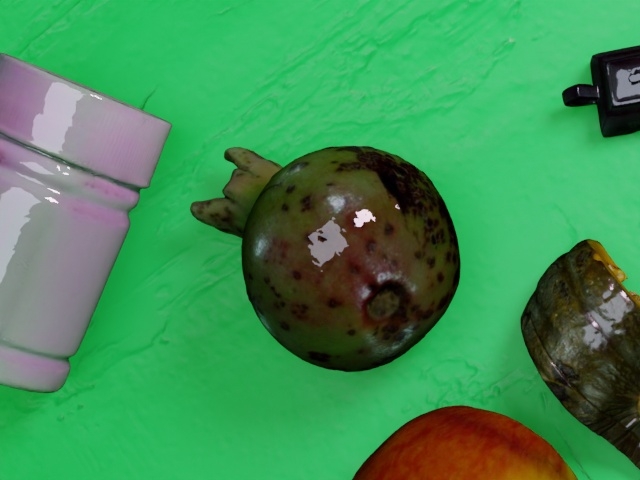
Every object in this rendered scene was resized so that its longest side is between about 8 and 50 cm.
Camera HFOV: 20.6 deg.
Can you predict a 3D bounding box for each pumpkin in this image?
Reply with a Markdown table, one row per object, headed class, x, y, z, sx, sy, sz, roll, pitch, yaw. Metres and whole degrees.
| class | x | y | z | sx | sy | sz | roll | pitch | yaw |
| --- | --- | --- | --- | --- | --- | --- | --- | --- | --- |
| pumpkin | 0.301 | 0.125 | 1.781 | 0.131 | 0.126 | 0.248 | -43 | 78 | 11 |

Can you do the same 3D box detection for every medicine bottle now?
| class | x | y | z | sx | sy | sz | roll | pitch | yaw |
| --- | --- | --- | --- | --- | --- | --- | --- | --- | --- |
| medicine bottle | -0.316 | -0.018 | 1.915 | 0.212 | 0.212 | 0.325 | 24 | 94 | 15 |

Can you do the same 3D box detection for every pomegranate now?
| class | x | y | z | sx | sy | sz | roll | pitch | yaw |
| --- | --- | --- | --- | --- | --- | --- | --- | --- | --- |
| pomegranate | 0.006 | 0.016 | 1.844 | 0.306 | 0.242 | 0.242 | 8 | 89 | 57 |

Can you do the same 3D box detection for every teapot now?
| class | x | y | z | sx | sy | sz | roll | pitch | yaw |
| --- | --- | --- | --- | --- | --- | --- | --- | --- | --- |
| teapot | 0.334 | -0.161 | 1.803 | 0.177 | 0.096 | 0.087 | -10 | 85 | 15 |

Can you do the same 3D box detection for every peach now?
| class | x | y | z | sx | sy | sz | roll | pitch | yaw |
| --- | --- | --- | --- | --- | --- | --- | --- | --- | --- |
| peach | 0.135 | 0.303 | 1.753 | 0.281 | 0.238 | 0.281 | -14 | 58 | 23 |
